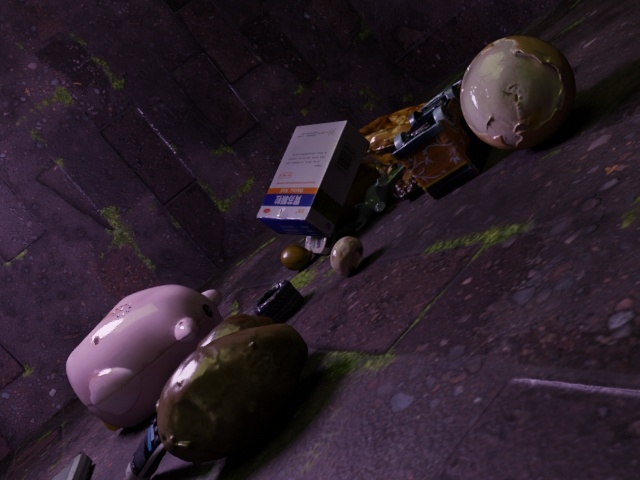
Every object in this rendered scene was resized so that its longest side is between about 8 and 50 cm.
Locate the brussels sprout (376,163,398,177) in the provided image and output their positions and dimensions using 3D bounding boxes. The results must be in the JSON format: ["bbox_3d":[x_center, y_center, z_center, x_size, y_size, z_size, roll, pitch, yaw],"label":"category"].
[{"bbox_3d":[0.212,-0.222,1.980,0.083,0.051,0.046,-1,65,36],"label":"brussels sprout"}]

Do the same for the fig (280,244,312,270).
[{"bbox_3d":[-0.062,0.046,1.690,0.088,0.074,0.074,-8,22,23],"label":"fig"}]

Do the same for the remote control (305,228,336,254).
[{"bbox_3d":[0.000,0.000,1.690,0.221,0.042,0.078,179,104,-75],"label":"remote control"}]

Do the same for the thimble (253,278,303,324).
[{"bbox_3d":[-0.098,0.141,1.375,0.104,0.066,0.095,-43,12,-19],"label":"thimble"}]

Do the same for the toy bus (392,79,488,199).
[{"bbox_3d":[0.279,-0.227,1.360,0.138,0.167,0.275,-33,16,36],"label":"toy bus"}]

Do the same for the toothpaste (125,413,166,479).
[{"bbox_3d":[-0.267,0.334,0.985,0.193,0.045,0.071,-58,36,38],"label":"toothpaste"}]

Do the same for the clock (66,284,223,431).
[{"bbox_3d":[-0.431,0.260,1.541,0.376,0.250,0.368,-37,9,14],"label":"clock"}]

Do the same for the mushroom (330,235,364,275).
[{"bbox_3d":[0.058,0.034,1.282,0.083,0.067,0.084,-47,-24,-29],"label":"mushroom"}]

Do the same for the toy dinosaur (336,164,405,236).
[{"bbox_3d":[0.170,-0.136,1.571,0.383,0.076,0.129,-46,9,13],"label":"toy dinosaur"}]

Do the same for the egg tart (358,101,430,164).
[{"bbox_3d":[0.261,-0.330,1.939,0.341,0.129,0.341,-21,15,6],"label":"egg tart"}]

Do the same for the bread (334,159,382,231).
[{"bbox_3d":[0.070,-0.131,1.790,0.268,0.146,0.268,-34,12,8],"label":"bread"}]

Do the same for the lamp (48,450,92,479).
[{"bbox_3d":[-0.609,0.587,1.304,0.266,0.047,0.269,-41,9,-11],"label":"lamp"}]

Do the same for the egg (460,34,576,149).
[{"bbox_3d":[0.360,-0.269,1.132,0.201,0.201,0.244,-35,1,28],"label":"egg"}]

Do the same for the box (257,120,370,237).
[{"bbox_3d":[-0.020,-0.163,1.642,0.200,0.106,0.299,4,65,46],"label":"box"}]

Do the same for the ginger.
[{"bbox_3d":[-0.134,0.214,0.961,0.244,0.155,0.304,-47,1,-4],"label":"ginger"}]

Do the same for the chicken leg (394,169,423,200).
[{"bbox_3d":[0.266,-0.176,1.529,0.253,0.051,0.106,-43,16,-26],"label":"chicken leg"}]
